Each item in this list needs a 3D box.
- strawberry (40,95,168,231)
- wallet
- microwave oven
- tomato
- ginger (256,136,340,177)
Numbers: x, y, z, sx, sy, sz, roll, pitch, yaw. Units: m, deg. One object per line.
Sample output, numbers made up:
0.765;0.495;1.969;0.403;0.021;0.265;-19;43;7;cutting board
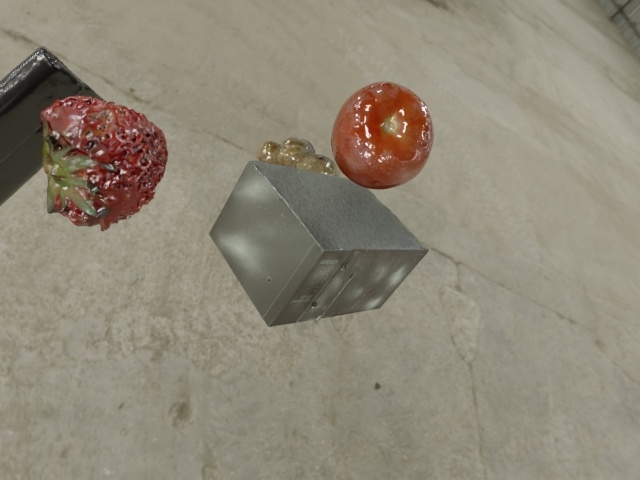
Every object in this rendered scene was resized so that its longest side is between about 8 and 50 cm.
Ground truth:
-0.312;-0.123;0.675;0.201;0.184;0.186;-37;107;-53;strawberry
-0.544;-0.128;0.736;0.062;0.228;0.406;44;85;-6;wallet
0.000;0.000;1.141;0.432;0.236;0.374;1;41;-50;microwave oven
0.123;-0.207;0.910;0.208;0.184;0.208;0;87;-4;tomato
-0.067;-0.257;1.545;0.304;0.155;0.245;33;34;23;ginger
